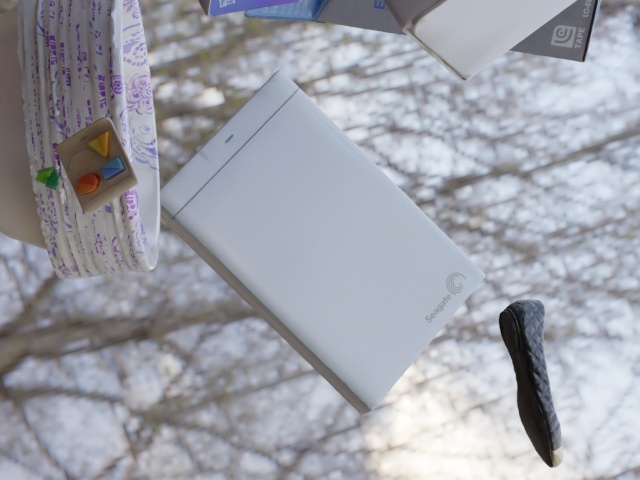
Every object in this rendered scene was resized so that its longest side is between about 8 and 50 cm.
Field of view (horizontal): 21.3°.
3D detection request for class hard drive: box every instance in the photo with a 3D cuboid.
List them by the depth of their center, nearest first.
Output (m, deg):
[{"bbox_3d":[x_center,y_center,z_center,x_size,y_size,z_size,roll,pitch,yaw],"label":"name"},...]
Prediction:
[{"bbox_3d":[0.000,0.000,2.005,0.353,0.233,0.047,45,-25,-6],"label":"hard drive"}]

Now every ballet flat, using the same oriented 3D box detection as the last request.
[{"bbox_3d":[0.221,0.143,1.708,0.057,0.049,0.173,177,-101,-69],"label":"ballet flat"}]

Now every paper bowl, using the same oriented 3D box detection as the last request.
[{"bbox_3d":[-0.233,-0.105,1.557,0.284,0.148,0.284,175,-90,-89],"label":"paper bowl"}]

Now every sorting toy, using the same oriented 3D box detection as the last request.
[{"bbox_3d":[-0.192,-0.055,1.379,0.083,0.012,0.062,-29,-96,21],"label":"sorting toy"}]

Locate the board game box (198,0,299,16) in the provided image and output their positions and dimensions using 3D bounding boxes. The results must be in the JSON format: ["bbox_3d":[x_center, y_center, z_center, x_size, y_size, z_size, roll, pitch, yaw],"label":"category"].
[{"bbox_3d":[-0.096,-0.370,1.245,0.233,0.078,0.347,105,-36,-49],"label":"board game box"}]

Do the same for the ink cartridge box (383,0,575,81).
[{"bbox_3d":[0.103,-0.286,1.261,0.114,0.197,0.272,31,28,-55],"label":"ink cartridge box"}]

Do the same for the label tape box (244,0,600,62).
[{"bbox_3d":[0.104,-0.289,1.709,0.240,0.334,0.105,-84,-178,-63],"label":"label tape box"}]
